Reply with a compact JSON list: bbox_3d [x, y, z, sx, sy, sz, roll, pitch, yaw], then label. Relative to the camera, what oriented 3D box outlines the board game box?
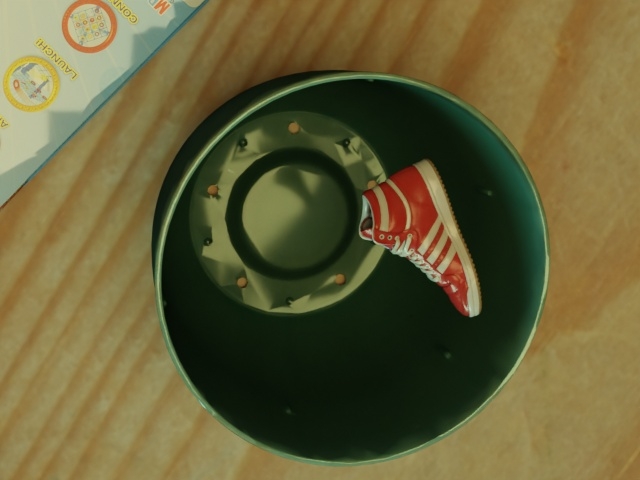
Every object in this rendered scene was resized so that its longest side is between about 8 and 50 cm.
[{"bbox_3d":[-0.260,-0.229,1.397,0.302,0.086,0.308,-45,107,0],"label":"board game box"}]

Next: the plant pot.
[{"bbox_3d":[0.000,0.000,1.427,0.293,0.235,0.293,-3,103,-13],"label":"plant pot"}]

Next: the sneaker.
[{"bbox_3d":[0.068,0.008,1.299,0.067,0.042,0.118,-24,98,-11],"label":"sneaker"}]
